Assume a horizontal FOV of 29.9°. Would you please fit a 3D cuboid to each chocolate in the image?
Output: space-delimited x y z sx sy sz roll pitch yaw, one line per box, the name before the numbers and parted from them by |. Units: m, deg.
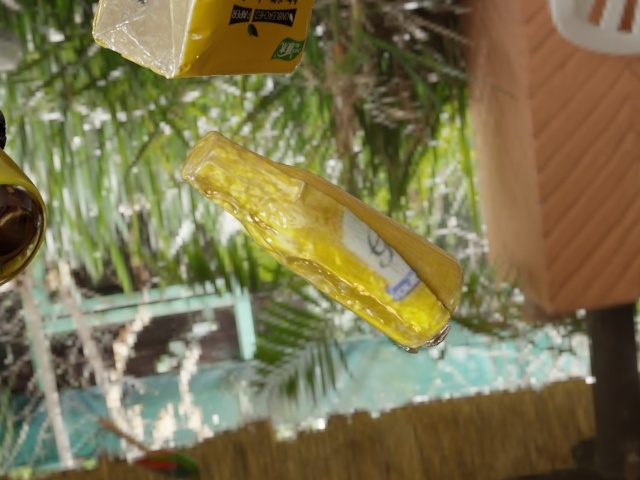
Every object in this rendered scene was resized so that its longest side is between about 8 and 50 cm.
chocolate | 0.000 0.000 1.693 0.445 0.162 0.162 31 172 -24

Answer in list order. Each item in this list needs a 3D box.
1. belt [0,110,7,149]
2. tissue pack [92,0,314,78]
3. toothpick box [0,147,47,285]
belt | -0.634 -0.165 2.063 0.198 0.151 0.078 -22 161 22
tissue pack | -0.180 -0.446 2.093 0.228 0.293 0.382 22 -162 25
toothpick box | -0.428 -0.056 1.336 0.175 0.175 0.271 -15 -143 -43
